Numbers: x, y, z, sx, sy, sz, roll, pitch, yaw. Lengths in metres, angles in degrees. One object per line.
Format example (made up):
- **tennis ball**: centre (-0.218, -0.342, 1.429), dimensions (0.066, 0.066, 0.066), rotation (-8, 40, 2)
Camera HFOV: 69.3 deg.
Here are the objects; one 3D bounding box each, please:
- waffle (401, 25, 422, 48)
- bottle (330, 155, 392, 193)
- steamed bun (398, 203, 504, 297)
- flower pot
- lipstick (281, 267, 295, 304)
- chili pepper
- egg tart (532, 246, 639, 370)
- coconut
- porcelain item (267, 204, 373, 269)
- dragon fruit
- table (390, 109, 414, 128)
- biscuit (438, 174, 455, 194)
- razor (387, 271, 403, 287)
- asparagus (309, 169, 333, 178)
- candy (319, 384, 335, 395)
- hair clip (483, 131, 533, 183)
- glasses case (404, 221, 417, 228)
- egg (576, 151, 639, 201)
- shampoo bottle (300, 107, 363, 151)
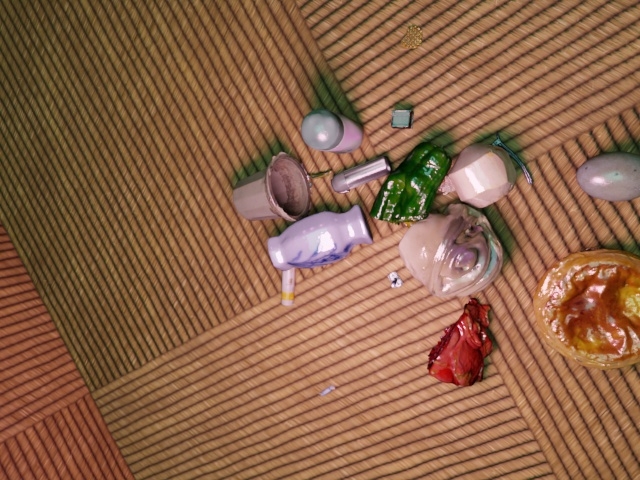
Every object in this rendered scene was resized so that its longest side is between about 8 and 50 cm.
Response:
- **waffle**: centre (0.354, -0.784, 1.785), dimensions (0.078, 0.016, 0.085), rotation (15, 103, 11)
- **bottle**: centre (0.167, -0.263, 1.891), dimensions (0.254, 0.079, 0.096), rotation (-19, 130, 18)
- **steamed bun**: centre (0.495, 0.035, 1.679), dimensions (0.339, 0.247, 0.352), rotation (-41, 94, -9)
- **flower pot**: centre (-0.208, -0.194, 1.935), dimensions (0.259, 0.290, 0.290), rotation (-13, 94, 34)
- **lipstick**: centre (-0.141, 0.153, 2.056), dimensions (0.059, 0.059, 0.264), rotation (5, 100, 17)
- **chili pepper**: centre (0.337, -0.209, 1.766), dimensions (0.385, 0.167, 0.213), rotation (-55, 40, 19)
- **egg tart**: centre (0.987, 0.234, 1.642), dimensions (0.443, 0.178, 0.443), rotation (3, 98, 20)
- **coconut**: centre (0.582, -0.243, 1.677), dimensions (0.241, 0.241, 0.241), rotation (3, 99, 17)
- **porcelain item**: centre (0.000, 0.000, 1.889), dimensions (0.405, 0.242, 0.178), rotation (-21, 72, 10)
- **dragon fruit**: centre (0.579, 0.409, 1.764), dimensions (0.228, 0.286, 0.329), rotation (34, 98, 15)
- **table**: centre (0.316, -0.474, 1.806), dimensions (0.083, 0.082, 0.070), rotation (6, 100, 16)
- **biscuit**: centre (0.497, -0.217, 1.820), dimensions (0.091, 0.015, 0.078), rotation (9, 102, 17)
- **razor**: centre (0.298, 0.171, 1.875), dimensions (0.040, 0.135, 0.068), rotation (-35, 87, 16)
- **asparagus**: centre (0.003, -0.280, 1.965), dimensions (0.108, 0.025, 0.021), rotation (-11, 73, 20)
- **candy**: centre (0.032, 0.682, 2.095), dimensions (0.083, 0.020, 0.030), rotation (-41, 81, 20)
- **hair clip**: centre (0.717, -0.303, 1.726), dimensions (0.229, 0.039, 0.070), rotation (46, 107, 6)
- **glasses case**: centre (0.435, -0.024, 1.838), dimensions (0.234, 0.064, 0.079), rotation (43, 86, 6)
- **egg**: centre (1.002, -0.218, 1.576), dimensions (0.236, 0.169, 0.169), rotation (9, 100, 17)
- **shampoo bottle**: centre (0.036, -0.412, 1.764), dimensions (0.222, 0.349, 0.151), rotation (10, 100, 16)
